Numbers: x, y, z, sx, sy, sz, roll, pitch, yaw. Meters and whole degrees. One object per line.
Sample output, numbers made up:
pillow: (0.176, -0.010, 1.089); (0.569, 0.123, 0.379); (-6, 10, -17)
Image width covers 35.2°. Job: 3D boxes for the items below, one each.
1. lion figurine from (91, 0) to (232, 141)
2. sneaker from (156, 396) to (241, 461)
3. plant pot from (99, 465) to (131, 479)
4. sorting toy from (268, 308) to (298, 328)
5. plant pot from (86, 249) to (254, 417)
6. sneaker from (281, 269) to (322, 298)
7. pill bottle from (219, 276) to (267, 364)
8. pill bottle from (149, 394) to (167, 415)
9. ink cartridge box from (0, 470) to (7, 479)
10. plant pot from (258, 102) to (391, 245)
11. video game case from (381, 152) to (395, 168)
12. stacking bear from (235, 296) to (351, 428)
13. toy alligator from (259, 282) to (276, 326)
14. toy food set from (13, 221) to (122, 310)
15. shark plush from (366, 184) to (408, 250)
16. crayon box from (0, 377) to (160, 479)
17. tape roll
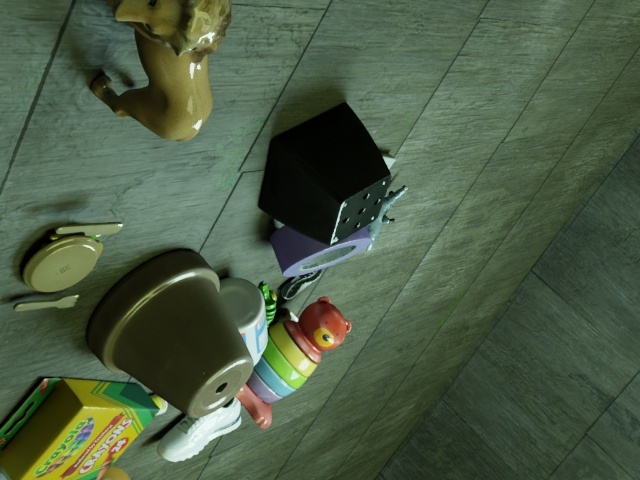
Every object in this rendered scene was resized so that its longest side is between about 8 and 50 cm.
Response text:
lion figurine: (-0.184, -0.226, 1.203); (0.142, 0.240, 0.392); (-38, 157, -16)
sneaker: (-0.282, 0.419, 2.321); (0.235, 0.090, 0.095); (-31, 140, -39)
plant pot: (-0.454, 0.613, 2.121); (0.205, 0.188, 0.205); (-22, 131, -27)
sorting toy: (-0.087, 0.202, 2.327); (0.075, 0.045, 0.083); (-32, 138, 5)
plant pot: (-0.243, 0.186, 1.798); (0.263, 0.229, 0.263); (-38, 157, -20)
sneaker: (-0.044, 0.090, 2.227); (0.109, 0.040, 0.044); (-37, 172, -11)
pill bottle: (-0.170, 0.178, 2.039); (0.124, 0.124, 0.221); (-36, 155, -21)
pill bottle: (-0.361, 0.347, 2.096); (0.083, 0.043, 0.043); (-7, 136, -55)
ink cartridge box: (-0.632, 0.442, 1.770); (0.109, 0.062, 0.209); (-42, 156, -9)
plant pot: (0.020, -0.106, 1.839); (0.187, 0.167, 0.188); (-31, 152, -32)
video game case: (0.051, -0.102, 2.080); (0.201, 0.023, 0.183); (-53, 156, 19)
stacking bear: (-0.068, 0.247, 2.236); (0.289, 0.175, 0.164); (-39, -166, 4)
toy alligator: (-0.127, 0.166, 2.183); (0.056, 0.051, 0.190); (-27, 151, -36)
toy food set: (-0.395, 0.030, 1.539); (0.132, 0.038, 0.192); (-3, 138, -48)
shark plush: (0.139, -0.055, 2.245); (0.161, 0.067, 0.073); (-44, 157, -3)
crayon box: (-0.465, 0.361, 1.897); (0.202, 0.081, 0.318); (-49, 156, 8)
tape roll: (0.000, 0.000, 1.995); (0.189, 0.080, 0.189); (-20, 169, -4)
